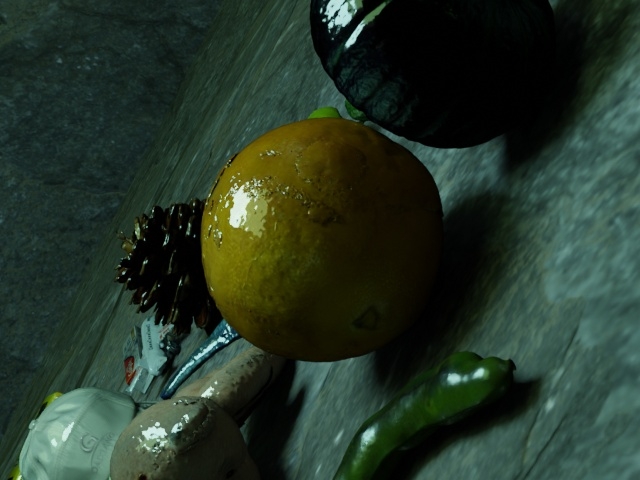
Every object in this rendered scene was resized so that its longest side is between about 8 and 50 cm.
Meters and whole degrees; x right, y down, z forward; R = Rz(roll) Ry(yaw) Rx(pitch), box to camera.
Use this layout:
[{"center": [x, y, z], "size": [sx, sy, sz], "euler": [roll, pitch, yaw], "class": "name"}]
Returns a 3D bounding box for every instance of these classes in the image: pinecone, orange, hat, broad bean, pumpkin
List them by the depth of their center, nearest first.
[{"center": [0.064, 0.189, 0.986], "size": [0.292, 0.049, 0.144], "euler": [-59, 22, 16], "class": "broad bean"}, {"center": [0.000, 0.000, 1.143], "size": [0.240, 0.240, 0.240], "euler": [-54, 17, 25], "class": "orange"}, {"center": [0.095, -0.186, 1.163], "size": [0.248, 0.248, 0.248], "euler": [-54, 17, 25], "class": "pumpkin"}, {"center": [-0.302, 0.310, 1.666], "size": [0.275, 0.161, 0.232], "euler": [14, 75, 37], "class": "hat"}, {"center": [-0.206, 0.040, 1.783], "size": [0.221, 0.221, 0.221], "euler": [-54, 17, 25], "class": "pinecone"}]

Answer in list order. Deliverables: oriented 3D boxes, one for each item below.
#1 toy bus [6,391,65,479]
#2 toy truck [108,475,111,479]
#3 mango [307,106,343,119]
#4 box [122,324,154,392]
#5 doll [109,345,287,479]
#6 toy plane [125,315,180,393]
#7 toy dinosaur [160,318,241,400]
[{"center": [-0.463, 0.431, 2.007], "size": [0.145, 0.151, 0.331], "euler": [-32, 34, 61], "class": "toy bus"}, {"center": [-0.201, 0.314, 1.457], "size": [0.085, 0.116, 0.191], "euler": [-55, 17, 16], "class": "toy truck"}, {"center": [0.020, -0.126, 1.573], "size": [0.074, 0.091, 0.165], "euler": [-48, 16, 7], "class": "mango"}, {"center": [-0.328, 0.213, 2.162], "size": [0.055, 0.039, 0.218], "euler": [-58, 16, 6], "class": "box"}, {"center": [-0.107, 0.221, 1.353], "size": [0.201, 0.156, 0.303], "euler": [-48, -7, 33], "class": "doll"}, {"center": [-0.278, 0.180, 2.016], "size": [0.162, 0.065, 0.171], "euler": [-55, 15, 22], "class": "toy plane"}, {"center": [-0.057, 0.067, 1.443], "size": [0.363, 0.076, 0.147], "euler": [-35, 21, 22], "class": "toy dinosaur"}]
